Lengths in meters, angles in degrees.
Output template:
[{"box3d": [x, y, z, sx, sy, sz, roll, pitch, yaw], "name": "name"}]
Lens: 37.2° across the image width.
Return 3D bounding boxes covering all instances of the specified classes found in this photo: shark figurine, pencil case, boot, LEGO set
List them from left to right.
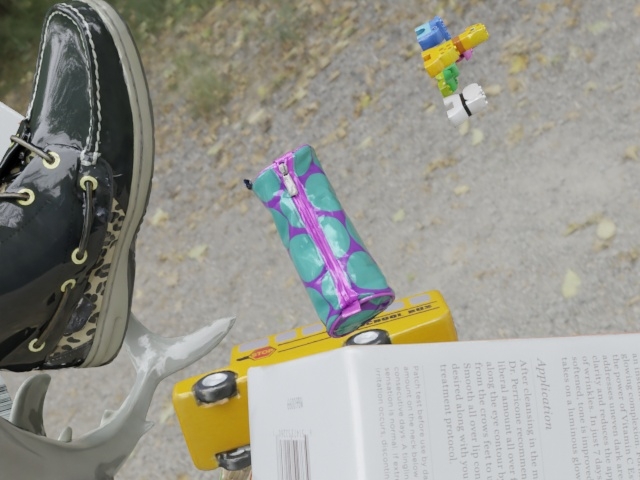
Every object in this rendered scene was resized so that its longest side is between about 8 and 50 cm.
[{"box3d": [-0.192, -0.018, 0.536, 0.085, 0.179, 0.236, 27, 117, 41], "name": "boot"}, {"box3d": [-0.152, 0.150, 0.683, 0.116, 0.166, 0.278, 4, 11, 23], "name": "shark figurine"}, {"box3d": [0.000, 0.000, 0.762, 0.064, 0.070, 0.151, -30, 71, 3], "name": "pencil case"}, {"box3d": [0.195, -0.261, 1.327, 0.093, 0.087, 0.227, -27, 31, 16], "name": "LEGO set"}]

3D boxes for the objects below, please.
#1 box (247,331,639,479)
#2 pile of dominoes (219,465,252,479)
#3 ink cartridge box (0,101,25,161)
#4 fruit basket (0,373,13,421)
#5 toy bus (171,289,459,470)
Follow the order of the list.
[{"box3d": [0.068, 0.092, 0.416, 0.130, 0.170, 0.091, 152, 116, -65], "name": "box"}, {"box3d": [-0.108, 0.302, 1.465, 0.196, 0.040, 0.251, -89, 16, -47], "name": "pile of dominoes"}, {"box3d": [-0.482, -0.093, 1.479, 0.160, 0.279, 0.385, -60, 10, -8], "name": "ink cartridge box"}, {"box3d": [-0.493, 0.097, 0.899, 0.353, 0.327, 0.165, 51, 131, 33], "name": "fruit basket"}, {"box3d": [0.001, 0.162, 1.120, 0.333, 0.108, 0.130, -16, 17, 1], "name": "toy bus"}]
